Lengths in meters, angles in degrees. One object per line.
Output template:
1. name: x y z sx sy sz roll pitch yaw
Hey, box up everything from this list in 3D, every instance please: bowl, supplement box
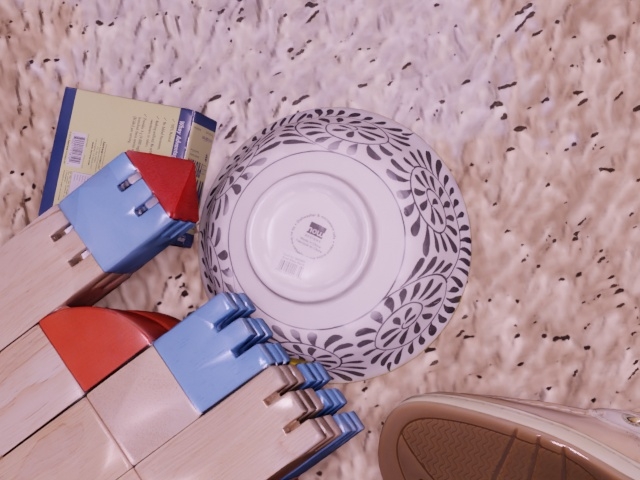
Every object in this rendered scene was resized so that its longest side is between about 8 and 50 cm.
1. bowl: 0.000 0.000 1.150 0.170 0.080 0.170 -1 86 11
2. supplement box: -0.116 -0.044 1.187 0.083 0.056 0.083 11 89 12

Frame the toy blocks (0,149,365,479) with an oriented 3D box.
1. toy blocks: -0.100 0.132 1.096 0.261 0.191 0.381 -37 79 10

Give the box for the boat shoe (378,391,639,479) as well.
1. boat shoe: 0.182 0.148 1.099 0.302 0.098 0.109 16 119 10
